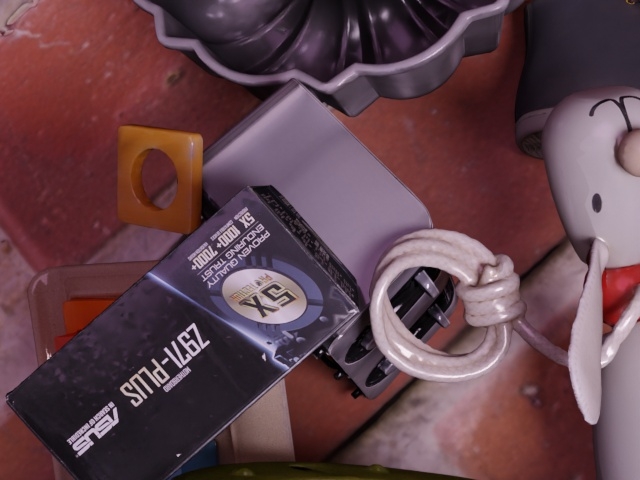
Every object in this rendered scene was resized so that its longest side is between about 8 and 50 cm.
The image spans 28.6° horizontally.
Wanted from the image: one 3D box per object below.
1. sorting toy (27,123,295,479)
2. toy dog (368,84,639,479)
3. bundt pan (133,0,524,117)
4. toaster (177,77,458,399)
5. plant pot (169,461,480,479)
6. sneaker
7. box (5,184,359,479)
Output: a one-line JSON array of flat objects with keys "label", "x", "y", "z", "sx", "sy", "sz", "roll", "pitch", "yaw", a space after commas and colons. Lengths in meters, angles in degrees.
[{"label": "sorting toy", "x": -0.110, "y": 0.102, "z": 0.782, "sx": 0.196, "sy": 0.047, "sz": 0.348, "roll": -5, "pitch": 95, "yaw": 37}, {"label": "toy dog", "x": 0.197, "y": 0.090, "z": 0.679, "sx": 0.220, "sy": 0.161, "sz": 0.334, "roll": -36, "pitch": 100, "yaw": -9}, {"label": "bundt pan", "x": 0.020, "y": -0.233, "z": 0.919, "sx": 0.331, "sy": 0.124, "sz": 0.331, "roll": -5, "pitch": 69, "yaw": 13}, {"label": "toaster", "x": 0.000, "y": 0.000, "z": 0.830, "sx": 0.110, "sy": 0.168, "sz": 0.186, "roll": -42, "pitch": 68, "yaw": -4}, {"label": "plant pot", "x": 0.023, "y": 0.293, "z": 0.575, "sx": 0.366, "sy": 0.366, "sz": 0.353, "roll": 6, "pitch": 89, "yaw": 17}, {"label": "sneaker", "x": 0.242, "y": -0.126, "z": 0.850, "sx": 0.222, "sy": 0.083, "sz": 0.118, "roll": -2, "pitch": 72, "yaw": 15}, {"label": "box", "x": -0.059, "y": 0.047, "z": 0.637, "sx": 0.147, "sy": 0.180, "sz": 0.077, "roll": -41, "pitch": 91, "yaw": 2}]
